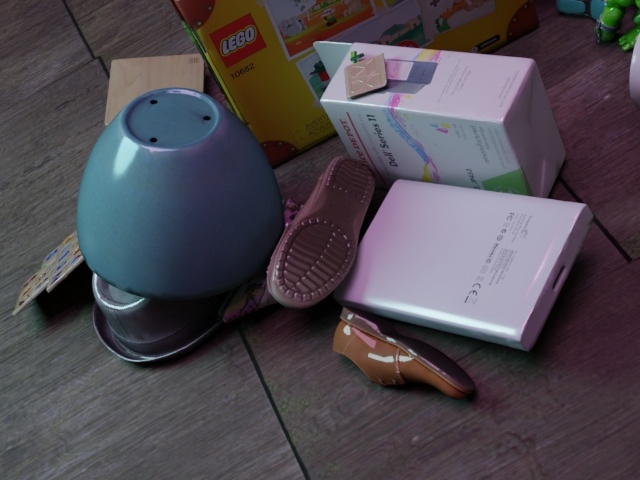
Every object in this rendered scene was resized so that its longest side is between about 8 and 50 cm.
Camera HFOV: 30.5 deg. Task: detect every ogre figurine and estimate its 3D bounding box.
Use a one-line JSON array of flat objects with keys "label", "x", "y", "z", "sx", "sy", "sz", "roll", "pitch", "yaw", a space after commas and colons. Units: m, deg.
[{"label": "ogre figurine", "x": 0.488, "y": -0.330, "z": 1.692, "sx": 0.197, "sy": 0.118, "sz": 0.097, "roll": 28, "pitch": 68, "yaw": 39}]

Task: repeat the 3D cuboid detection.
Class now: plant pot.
[{"label": "plant pot", "x": -0.195, "y": -0.090, "z": 1.587, "sx": 0.290, "sy": 0.195, "sz": 0.290, "roll": 0, "pitch": 44, "yaw": 0}]

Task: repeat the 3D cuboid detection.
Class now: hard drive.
[{"label": "hard drive", "x": 0.181, "y": 0.023, "z": 1.541, "sx": 0.308, "sy": 0.040, "sz": 0.203, "roll": 11, "pitch": 63, "yaw": 44}]

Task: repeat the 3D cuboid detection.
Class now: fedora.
[{"label": "fedora", "x": -0.231, "y": 0.038, "z": 1.704, "sx": 0.244, "sy": 0.124, "sz": 0.275, "roll": 19, "pitch": 63, "yaw": 34}]

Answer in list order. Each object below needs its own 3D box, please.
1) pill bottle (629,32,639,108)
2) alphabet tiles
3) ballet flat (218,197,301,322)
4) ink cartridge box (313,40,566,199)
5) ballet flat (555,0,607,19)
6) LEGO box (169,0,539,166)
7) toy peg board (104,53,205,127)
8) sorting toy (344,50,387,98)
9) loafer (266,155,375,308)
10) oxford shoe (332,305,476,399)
[{"label": "pill bottle", "x": 0.561, "y": -0.215, "z": 1.535, "sx": 0.278, "sy": 0.162, "sz": 0.162, "roll": 15, "pitch": 60, "yaw": 32}, {"label": "alphabet tiles", "x": -0.374, "y": 0.015, "z": 1.780, "sx": 0.237, "sy": 0.009, "sz": 0.198, "roll": -42, "pitch": 19, "yaw": 10}, {"label": "ballet flat", "x": -0.064, "y": 0.036, "z": 1.669, "sx": 0.079, "sy": 0.077, "sz": 0.221, "roll": 28, "pitch": 57, "yaw": 1}, {"label": "ink cartridge box", "x": 0.142, "y": -0.162, "z": 1.646, "sx": 0.353, "sy": 0.207, "sz": 0.119, "roll": 12, "pitch": 61, "yaw": 33}, {"label": "ballet flat", "x": 0.419, "y": -0.363, "z": 1.807, "sx": 0.114, "sy": 0.041, "sz": 0.041, "roll": 22, "pitch": 64, "yaw": 35}, {"label": "LEGO box", "x": 0.040, "y": -0.391, "z": 1.770, "sx": 0.500, "sy": 0.372, "sz": 0.193, "roll": -28, "pitch": 46, "yaw": 0}, {"label": "toy peg board", "x": -0.273, "y": -0.231, "z": 1.993, "sx": 0.161, "sy": 0.079, "sz": 0.161, "roll": -4, "pitch": 50, "yaw": 1}, {"label": "sorting toy", "x": 0.061, "y": -0.231, "z": 1.590, "sx": 0.062, "sy": 0.012, "sz": 0.083, "roll": -19, "pitch": 52, "yaw": 21}, {"label": "loafer", "x": 0.000, "y": 0.000, "z": 1.630, "sx": 0.102, "sy": 0.092, "sz": 0.268, "roll": 32, "pitch": 52, "yaw": -3}, {"label": "oxford shoe", "x": 0.104, "y": 0.160, "z": 1.506, "sx": 0.212, "sy": 0.076, "sz": 0.076, "roll": 26, "pitch": 97, "yaw": 35}]
